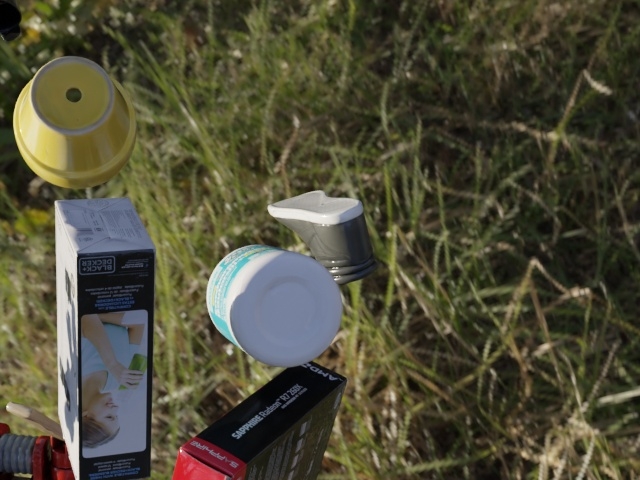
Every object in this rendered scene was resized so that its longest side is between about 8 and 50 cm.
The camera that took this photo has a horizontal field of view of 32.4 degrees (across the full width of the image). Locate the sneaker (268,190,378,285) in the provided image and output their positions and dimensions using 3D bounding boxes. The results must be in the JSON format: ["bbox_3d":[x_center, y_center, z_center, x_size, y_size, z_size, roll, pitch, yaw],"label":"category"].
[{"bbox_3d":[0.000,0.000,1.870,0.104,0.147,0.295,-21,16,-21],"label":"sneaker"}]

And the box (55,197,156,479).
[{"bbox_3d":[-0.249,0.113,1.266,0.087,0.290,0.169,-3,22,-20],"label":"box"}]

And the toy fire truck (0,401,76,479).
[{"bbox_3d":[-0.429,0.309,1.573,0.217,0.246,0.158,6,20,7],"label":"toy fire truck"}]

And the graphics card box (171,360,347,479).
[{"bbox_3d":[-0.098,0.338,1.597,0.094,0.371,0.233,24,114,20],"label":"graphics card box"}]

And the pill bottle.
[{"bbox_3d":[-0.072,0.081,1.478,0.146,0.146,0.264,-44,12,-9],"label":"pill bottle"}]

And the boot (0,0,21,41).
[{"bbox_3d":[-0.340,-0.293,1.056,0.076,0.198,0.137,-23,71,4],"label":"boot"}]

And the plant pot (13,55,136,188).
[{"bbox_3d":[-0.498,-0.256,2.239,0.254,0.239,0.254,2,77,-11],"label":"plant pot"}]
